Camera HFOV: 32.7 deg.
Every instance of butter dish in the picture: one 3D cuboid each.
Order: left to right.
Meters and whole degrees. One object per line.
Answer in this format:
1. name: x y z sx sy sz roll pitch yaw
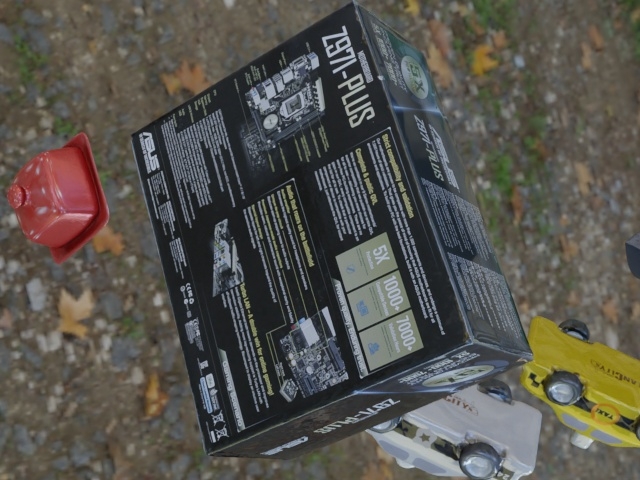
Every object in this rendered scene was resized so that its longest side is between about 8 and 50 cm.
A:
1. butter dish: -0.408 -0.064 1.619 0.118 0.160 0.160 2 62 -47

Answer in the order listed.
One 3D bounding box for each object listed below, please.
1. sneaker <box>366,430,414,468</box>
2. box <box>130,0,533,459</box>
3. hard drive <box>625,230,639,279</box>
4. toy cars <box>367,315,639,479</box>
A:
1. sneaker: 0.015 0.090 1.045 0.385 0.145 0.147 34 38 -35
2. box: 0.000 0.000 0.543 0.077 0.147 0.180 20 47 -57
3. hard drive: 0.478 0.039 1.192 0.172 0.255 0.054 -28 132 -44
4. toy cars: 0.186 0.161 1.027 0.394 0.087 0.176 -2 41 -29
